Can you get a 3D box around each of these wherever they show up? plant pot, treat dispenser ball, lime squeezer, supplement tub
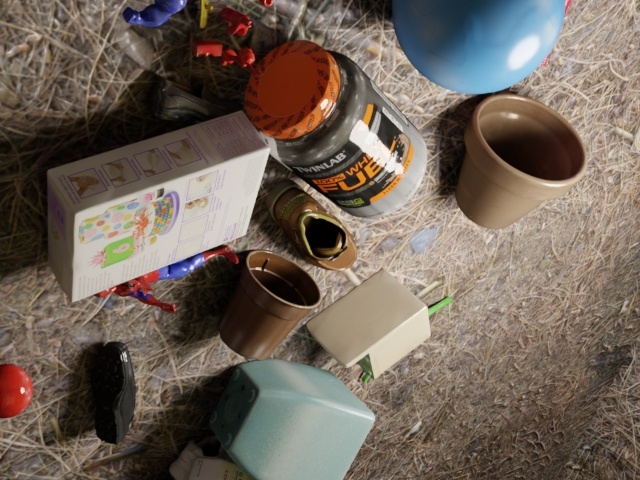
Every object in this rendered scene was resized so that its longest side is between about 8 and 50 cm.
[{"bbox_3d":[-0.086,0.391,1.882,0.252,0.247,0.248,26,94,-29],"label":"plant pot"},{"bbox_3d":[-0.110,0.132,1.722,0.167,0.167,0.165,6,127,-47],"label":"plant pot"},{"bbox_3d":[0.265,-0.393,1.498,0.288,0.288,0.288,-26,138,-26],"label":"treat dispenser ball"},{"bbox_3d":[0.207,0.229,2.207,0.310,0.059,0.110,-43,173,-9],"label":"lime squeezer"},{"bbox_3d":[0.029,-0.187,1.521,0.207,0.207,0.338,-51,142,4],"label":"supplement tub"},{"bbox_3d":[0.406,-0.149,1.921,0.263,0.263,0.229,-20,152,-31],"label":"plant pot"}]

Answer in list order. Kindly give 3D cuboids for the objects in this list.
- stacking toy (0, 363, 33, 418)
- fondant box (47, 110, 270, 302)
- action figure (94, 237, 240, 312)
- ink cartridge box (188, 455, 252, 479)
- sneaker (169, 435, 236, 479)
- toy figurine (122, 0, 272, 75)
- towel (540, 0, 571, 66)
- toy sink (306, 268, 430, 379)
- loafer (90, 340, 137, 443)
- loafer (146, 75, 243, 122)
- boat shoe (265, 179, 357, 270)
[{"bbox_3d":[-0.604,0.252,1.378,0.330,0.141,0.141,-5,126,-51],"label":"stacking toy"},{"bbox_3d":[-0.258,-0.055,1.399,0.330,0.096,0.238,-24,154,-30],"label":"fondant box"},{"bbox_3d":[-0.252,0.063,1.535,0.280,0.139,0.092,-18,133,-30],"label":"action figure"},{"bbox_3d":[-0.185,0.564,1.896,0.212,0.093,0.154,32,61,-38],"label":"ink cartridge box"},{"bbox_3d":[-0.220,0.489,1.981,0.232,0.090,0.115,15,109,-50],"label":"sneaker"},{"bbox_3d":[-0.187,-0.394,1.153,0.217,0.191,0.363,-10,128,-32],"label":"toy figurine"},{"bbox_3d":[0.409,-0.440,1.811,0.274,0.031,0.199,-11,131,-38],"label":"towel"},{"bbox_3d":[0.109,0.205,1.994,0.234,0.153,0.131,-35,141,-18],"label":"toy sink"},{"bbox_3d":[-0.381,0.276,1.655,0.078,0.076,0.223,-57,158,-59],"label":"loafer"},{"bbox_3d":[-0.189,-0.221,1.400,0.170,0.062,0.061,-4,121,-44],"label":"loafer"},{"bbox_3d":[0.000,0.000,1.742,0.111,0.104,0.307,-49,143,2],"label":"boat shoe"}]
